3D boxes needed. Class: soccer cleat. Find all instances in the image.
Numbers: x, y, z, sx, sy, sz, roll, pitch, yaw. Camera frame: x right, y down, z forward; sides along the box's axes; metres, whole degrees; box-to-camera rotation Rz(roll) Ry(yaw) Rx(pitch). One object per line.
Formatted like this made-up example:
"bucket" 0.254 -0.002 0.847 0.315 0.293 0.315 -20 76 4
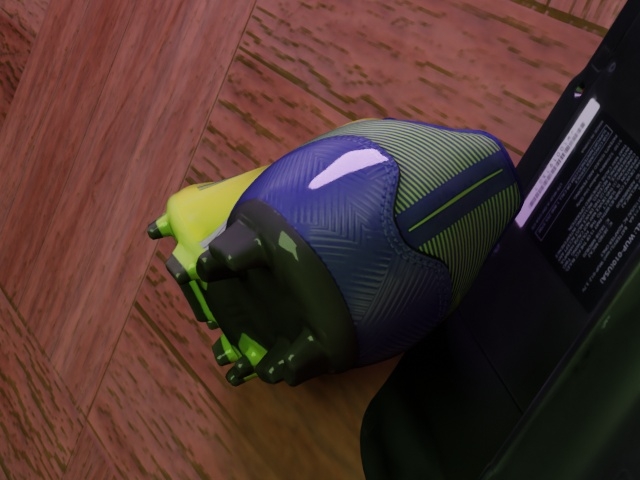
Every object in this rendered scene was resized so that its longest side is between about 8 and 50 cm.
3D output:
"soccer cleat" 0.001 0.001 0.580 0.093 0.121 0.289 61 168 -7

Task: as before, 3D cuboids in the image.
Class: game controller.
"game controller" 0.113 0.005 0.456 0.319 0.067 0.166 -59 21 21
